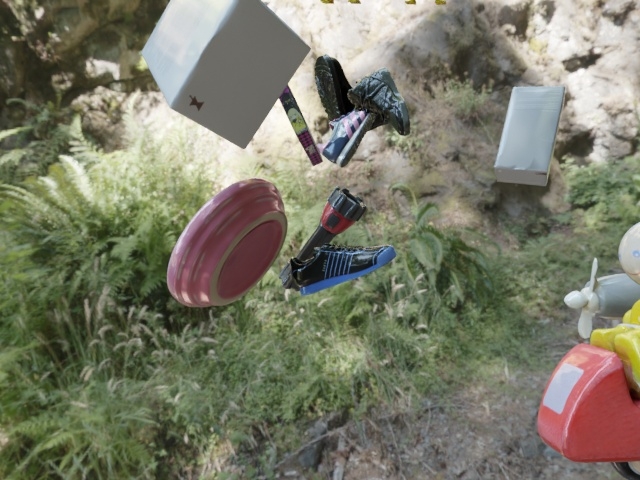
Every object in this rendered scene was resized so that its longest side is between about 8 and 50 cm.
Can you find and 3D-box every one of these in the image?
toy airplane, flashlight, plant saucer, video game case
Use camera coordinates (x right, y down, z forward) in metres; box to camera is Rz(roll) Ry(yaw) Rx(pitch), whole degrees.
[{"bbox_3d":[0.450,0.083,0.441,0.384,0.272,0.386,-22,-10,-42],"label":"toy airplane"},{"bbox_3d":[0.000,0.000,1.120,0.103,0.103,0.304,20,-64,-35],"label":"flashlight"},{"bbox_3d":[-0.183,0.021,0.924,0.332,0.084,0.332,-48,-19,-22],"label":"plant saucer"},{"bbox_3d":[-0.066,-0.342,1.166,0.042,0.210,0.232,-25,-12,5],"label":"video game case"}]

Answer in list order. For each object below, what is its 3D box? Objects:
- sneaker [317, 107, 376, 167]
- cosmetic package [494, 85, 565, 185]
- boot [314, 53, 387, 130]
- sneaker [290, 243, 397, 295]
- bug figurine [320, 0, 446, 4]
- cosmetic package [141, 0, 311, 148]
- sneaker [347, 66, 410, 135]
[{"bbox_3d":[0.106,-0.417,1.445,0.319,0.131,0.112,-58,-13,-8],"label":"sneaker"},{"bbox_3d":[0.539,-0.268,1.063,0.127,0.237,0.107,13,-7,30],"label":"cosmetic package"},{"bbox_3d":[0.136,-0.565,1.570,0.260,0.347,0.131,-34,35,-18],"label":"boot"},{"bbox_3d":[0.045,0.041,0.895,0.232,0.090,0.081,-22,3,7],"label":"sneaker"},{"bbox_3d":[0.128,-0.544,0.870,0.279,0.072,0.216,8,26,12],"label":"bug figurine"},{"bbox_3d":[-0.226,-0.398,0.867,0.162,0.453,0.230,26,-73,-40],"label":"cosmetic package"},{"bbox_3d":[0.153,-0.352,1.093,0.130,0.227,0.087,-20,-24,-1],"label":"sneaker"}]
